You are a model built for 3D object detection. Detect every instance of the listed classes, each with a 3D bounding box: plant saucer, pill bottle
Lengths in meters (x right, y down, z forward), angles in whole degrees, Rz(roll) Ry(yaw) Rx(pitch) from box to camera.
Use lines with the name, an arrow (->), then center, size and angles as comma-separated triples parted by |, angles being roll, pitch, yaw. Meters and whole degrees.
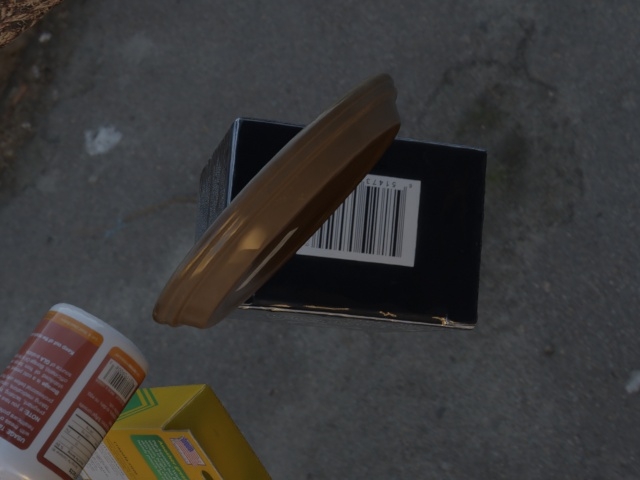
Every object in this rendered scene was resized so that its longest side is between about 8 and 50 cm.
plant saucer -> -0.027, -0.023, 0.857 | 0.041, 0.278, 0.278 | 44, 96, 4
pill bottle -> -0.276, 0.180, 1.032 | 0.121, 0.121, 0.216 | 14, 61, 39

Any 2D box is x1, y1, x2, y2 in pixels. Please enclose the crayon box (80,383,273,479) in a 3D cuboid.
crayon box -> -0.165, 0.274, 1.222 | 0.322, 0.203, 0.083 | -12, 25, 49

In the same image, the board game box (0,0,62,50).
board game box -> -0.212, -0.171, 0.410 | 0.291, 0.232, 0.141 | -25, 75, 36

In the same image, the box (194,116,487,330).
box -> 0.000, 0.000, 1.314 | 0.395, 0.293, 0.212 | 157, 119, -78
